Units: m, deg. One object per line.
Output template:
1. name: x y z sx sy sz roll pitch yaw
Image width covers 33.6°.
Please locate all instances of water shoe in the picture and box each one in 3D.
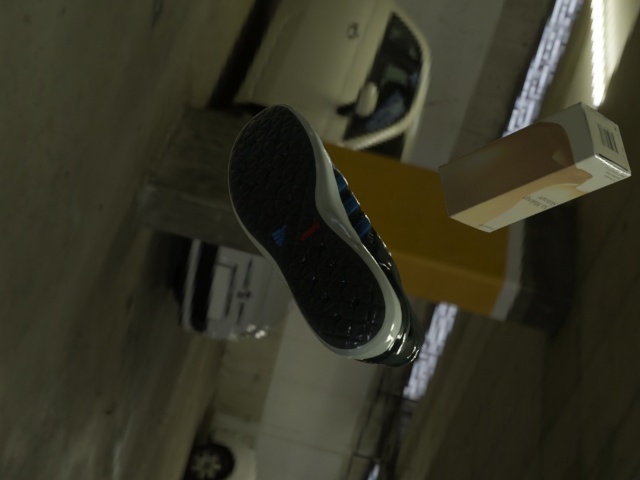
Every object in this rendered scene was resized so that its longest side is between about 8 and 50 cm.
1. water shoe: 0.000 0.000 0.695 0.080 0.073 0.203 37 24 -53

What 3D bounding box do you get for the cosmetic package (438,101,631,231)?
1. cosmetic package: 0.146 -0.048 0.728 0.115 0.060 0.041 -25 -116 35
